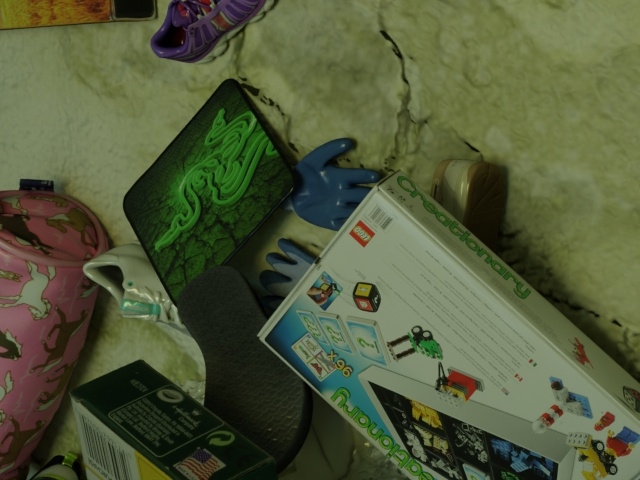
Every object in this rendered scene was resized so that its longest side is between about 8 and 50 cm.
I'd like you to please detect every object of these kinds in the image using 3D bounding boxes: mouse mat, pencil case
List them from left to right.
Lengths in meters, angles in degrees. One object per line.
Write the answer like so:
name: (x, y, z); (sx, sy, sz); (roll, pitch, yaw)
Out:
pencil case: (-0.364, 0.122, 1.657); (0.167, 0.160, 0.386); (49, 128, 36)
mouse mat: (-0.113, -0.046, 1.445); (0.189, 0.007, 0.152); (-46, 57, 22)

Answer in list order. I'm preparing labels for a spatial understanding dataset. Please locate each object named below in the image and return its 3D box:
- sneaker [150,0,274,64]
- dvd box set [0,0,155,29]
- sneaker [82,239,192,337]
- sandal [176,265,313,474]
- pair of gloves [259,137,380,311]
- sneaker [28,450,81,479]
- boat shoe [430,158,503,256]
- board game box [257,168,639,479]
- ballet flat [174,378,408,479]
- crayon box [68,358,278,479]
sneaker: (-0.102, -0.221, 1.400); (0.170, 0.071, 0.068); (-46, 67, 38)
dvd box set: (-0.346, -0.380, 1.603); (0.420, 0.062, 0.307); (5, 101, 42)
sneaker: (-0.153, 0.064, 1.490); (0.212, 0.094, 0.080); (24, 113, 37)
sandal: (-0.061, 0.116, 1.329); (0.097, 0.054, 0.254); (-27, 40, 5)
pair of gloves: (0.000, 0.000, 1.383); (0.159, 0.023, 0.198); (13, 103, 43)
sneaker: (-0.330, 0.339, 1.726); (0.084, 0.097, 0.234); (30, 120, -9)
boat shoe: (0.113, 0.012, 1.259); (0.059, 0.063, 0.170); (21, 106, 46)
board game box: (0.115, 0.113, 1.211); (0.305, 0.053, 0.193); (43, 123, 6)
ballet flat: (-0.055, 0.194, 1.400); (0.409, 0.147, 0.147); (-16, 87, 43)
crayon box: (-0.111, 0.283, 1.279); (0.202, 0.081, 0.318); (29, 134, 45)
